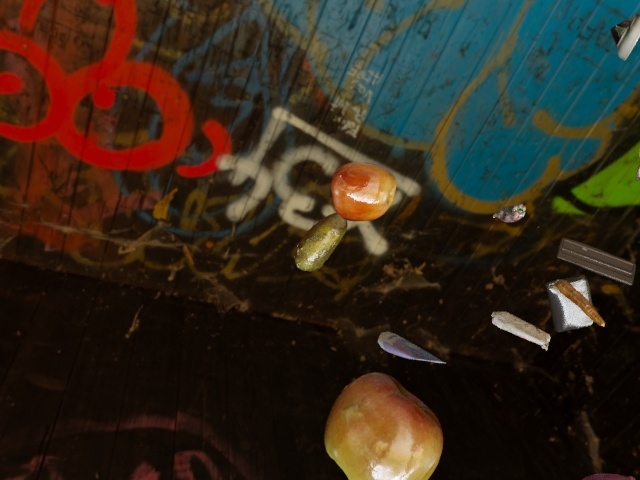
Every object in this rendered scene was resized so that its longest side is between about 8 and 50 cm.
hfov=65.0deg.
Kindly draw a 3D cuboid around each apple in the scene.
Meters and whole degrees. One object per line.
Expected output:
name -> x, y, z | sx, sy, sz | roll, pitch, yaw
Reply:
apple -> 0.170, 0.563, 1.437 | 0.338, 0.305, 0.338 | 40, -179, -1
apple -> 0.129, -0.147, 1.475 | 0.199, 0.199, 0.199 | 20, -153, -11

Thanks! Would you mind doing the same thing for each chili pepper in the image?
chili pepper -> 0.546, -0.078, 1.440 | 0.041, 0.050, 0.153 | 43, 172, -2

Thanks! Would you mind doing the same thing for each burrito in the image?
burrito -> 0.647, 0.284, 1.630 | 0.064, 0.064, 0.203 | -4, -157, -45

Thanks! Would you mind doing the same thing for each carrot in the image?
carrot -> 0.689, 0.163, 1.330 | 0.036, 0.035, 0.165 | 4, -144, -37

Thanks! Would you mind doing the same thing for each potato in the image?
potato -> 0.000, 0.000, 1.754 | 0.113, 0.251, 0.149 | 32, -167, -12

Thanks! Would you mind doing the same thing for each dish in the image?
dish -> 0.859, -0.589, 1.415 | 0.078, 0.141, 0.141 | 29, -154, 18

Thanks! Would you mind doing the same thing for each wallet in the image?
wallet -> 0.918, 0.231, 1.847 | 0.149, 0.250, 0.044 | -16, -151, 14

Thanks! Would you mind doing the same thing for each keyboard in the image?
keyboard -> 0.968, 0.054, 1.862 | 0.382, 0.041, 0.103 | 25, -112, 5

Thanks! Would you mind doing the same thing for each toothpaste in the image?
toothpaste -> 0.334, 0.426, 1.946 | 0.125, 0.079, 0.371 | 12, 179, -18

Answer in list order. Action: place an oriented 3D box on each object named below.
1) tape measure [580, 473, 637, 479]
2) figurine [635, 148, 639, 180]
tape measure -> 0.936, 0.854, 1.592 | 0.232, 0.245, 0.149 | -6, -150, 25
figurine -> 0.996, -0.245, 1.235 | 0.362, 0.210, 0.253 | 6, -162, 41
